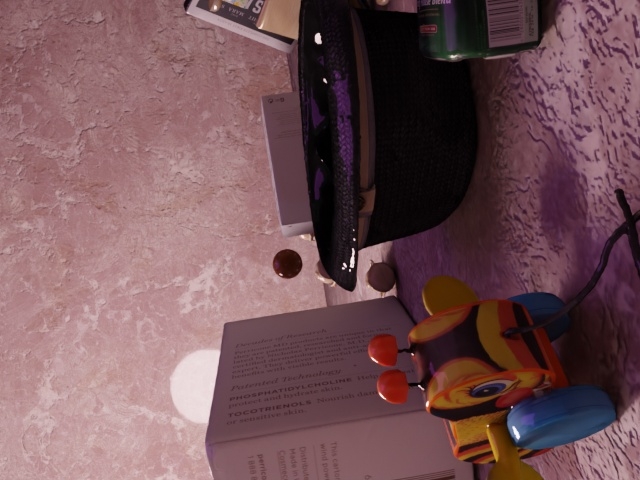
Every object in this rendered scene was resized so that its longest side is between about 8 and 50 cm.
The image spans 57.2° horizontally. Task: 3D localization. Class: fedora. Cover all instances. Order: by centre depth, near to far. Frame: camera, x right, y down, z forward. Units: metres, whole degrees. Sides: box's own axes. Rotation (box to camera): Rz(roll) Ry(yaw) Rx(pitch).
[{"bbox_3d":[0.067,-0.115,0.616,0.334,0.153,0.333,174,90,-83],"label":"fedora"}]

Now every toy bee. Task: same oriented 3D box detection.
[{"bbox_3d":[0.113,0.085,0.421,0.195,0.162,0.298,-103,6,-58],"label":"toy bee"}]

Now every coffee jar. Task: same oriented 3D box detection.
[{"bbox_3d":[0.106,-0.223,0.406,0.096,0.079,0.184,-113,15,-70],"label":"coffee jar"}]

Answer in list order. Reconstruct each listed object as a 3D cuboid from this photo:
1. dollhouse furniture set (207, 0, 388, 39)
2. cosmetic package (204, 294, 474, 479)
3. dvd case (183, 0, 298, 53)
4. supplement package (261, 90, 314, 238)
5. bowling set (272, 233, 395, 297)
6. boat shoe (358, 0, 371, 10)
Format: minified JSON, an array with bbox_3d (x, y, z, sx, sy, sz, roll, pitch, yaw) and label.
[{"bbox_3d":[-0.001,-0.342,0.707,0.242,0.212,0.161,122,146,-42],"label":"dollhouse furniture set"},{"bbox_3d":[0.022,0.321,0.921,0.393,0.328,0.329,-114,15,-75],"label":"cosmetic package"},{"bbox_3d":[-0.058,-0.384,0.809,0.238,0.179,0.029,-48,46,37],"label":"dvd case"},{"bbox_3d":[0.016,-0.124,0.945,0.149,0.194,0.203,115,147,-82],"label":"supplement package"},{"bbox_3d":[0.000,0.000,1.103,0.154,0.200,0.286,102,148,-83],"label":"bowling set"},{"bbox_3d":[-0.005,-0.466,0.914,0.108,0.102,0.301,-14,-98,-62],"label":"boat shoe"}]
